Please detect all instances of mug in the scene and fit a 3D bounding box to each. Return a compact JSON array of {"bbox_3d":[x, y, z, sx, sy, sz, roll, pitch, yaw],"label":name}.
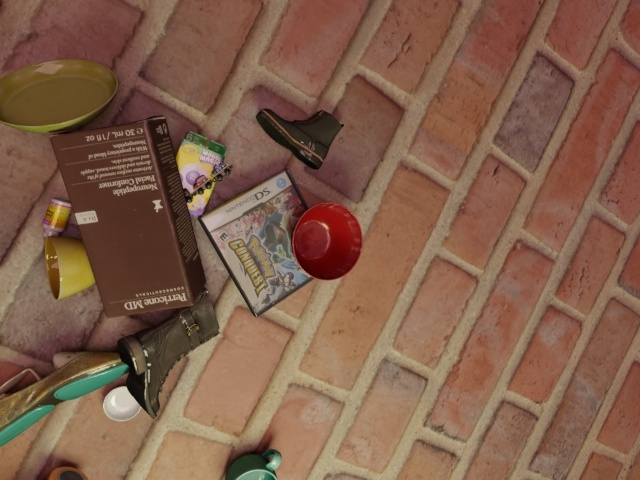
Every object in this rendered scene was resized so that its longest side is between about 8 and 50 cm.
[{"bbox_3d":[-0.163,0.604,1.144,0.157,0.097,0.130,-19,101,-15],"label":"mug"}]

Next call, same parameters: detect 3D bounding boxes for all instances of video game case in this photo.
[{"bbox_3d":[-0.120,0.004,1.102,0.248,0.035,0.275,-33,105,-21],"label":"video game case"}]

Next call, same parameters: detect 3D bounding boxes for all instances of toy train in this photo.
[{"bbox_3d":[-0.266,-0.128,1.026,0.158,0.027,0.036,-38,96,-9],"label":"toy train"}]

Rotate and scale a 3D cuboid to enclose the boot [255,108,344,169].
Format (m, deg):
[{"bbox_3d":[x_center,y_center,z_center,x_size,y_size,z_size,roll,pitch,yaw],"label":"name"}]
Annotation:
[{"bbox_3d":[-0.047,-0.285,1.100,0.197,0.076,0.137,37,80,-30],"label":"boot"}]

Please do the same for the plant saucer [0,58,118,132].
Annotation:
[{"bbox_3d":[-0.523,-0.283,0.899,0.240,0.241,0.037,-13,142,-15],"label":"plant saucer"}]

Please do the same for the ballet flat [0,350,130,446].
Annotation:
[{"bbox_3d":[-0.582,0.312,0.985,0.348,0.123,0.123,-30,104,-14],"label":"ballet flat"}]

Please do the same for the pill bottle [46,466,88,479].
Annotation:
[{"bbox_3d":[-0.609,0.631,0.994,0.130,0.130,0.246,30,86,-18],"label":"pill bottle"}]

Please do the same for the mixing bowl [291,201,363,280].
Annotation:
[{"bbox_3d":[0.000,0.000,1.085,0.181,0.098,0.182,-2,94,-25],"label":"mixing bowl"}]

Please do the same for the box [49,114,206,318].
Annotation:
[{"bbox_3d":[-0.382,-0.047,0.940,0.190,0.143,0.382,-10,108,1],"label":"box"}]

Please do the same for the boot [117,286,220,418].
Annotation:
[{"bbox_3d":[-0.324,0.258,1.036,0.228,0.091,0.263,-29,135,-41],"label":"boot"}]

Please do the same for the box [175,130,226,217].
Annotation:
[{"bbox_3d":[-0.291,-0.153,1.049,0.105,0.043,0.180,21,88,-19],"label":"box"}]

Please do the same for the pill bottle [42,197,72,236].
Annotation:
[{"bbox_3d":[-0.567,-0.047,0.976,0.043,0.043,0.084,18,90,-18],"label":"pill bottle"}]

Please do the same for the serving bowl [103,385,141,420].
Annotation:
[{"bbox_3d":[-0.461,0.377,1.064,0.083,0.027,0.084,-2,97,-16],"label":"serving bowl"}]

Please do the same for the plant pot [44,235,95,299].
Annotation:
[{"bbox_3d":[-0.519,0.052,0.968,0.095,0.134,0.135,-8,99,-40],"label":"plant pot"}]
